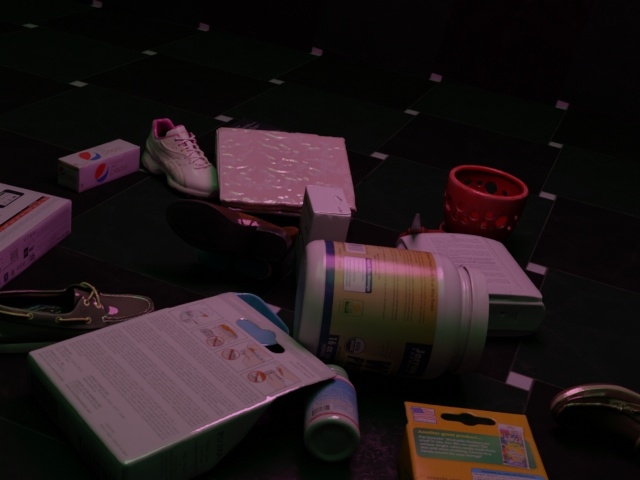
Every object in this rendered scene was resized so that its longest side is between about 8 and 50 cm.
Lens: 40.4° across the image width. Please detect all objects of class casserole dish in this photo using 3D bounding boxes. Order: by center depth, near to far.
[{"bbox_3d":[-0.137,0.156,1.610,0.114,0.037,0.188,-8,32,-32],"label":"casserole dish"}]

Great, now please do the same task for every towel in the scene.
[{"bbox_3d":[-0.088,-0.166,2.116,0.331,0.053,0.317,4,40,-11],"label":"towel"}]

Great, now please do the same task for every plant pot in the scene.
[{"bbox_3d":[0.383,-0.066,2.071,0.191,0.174,0.191,7,25,-3],"label":"plant pot"}]

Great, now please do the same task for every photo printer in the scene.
[{"bbox_3d":[0.296,0.081,1.822,0.256,0.107,0.307,2,26,-12],"label":"photo printer"}]

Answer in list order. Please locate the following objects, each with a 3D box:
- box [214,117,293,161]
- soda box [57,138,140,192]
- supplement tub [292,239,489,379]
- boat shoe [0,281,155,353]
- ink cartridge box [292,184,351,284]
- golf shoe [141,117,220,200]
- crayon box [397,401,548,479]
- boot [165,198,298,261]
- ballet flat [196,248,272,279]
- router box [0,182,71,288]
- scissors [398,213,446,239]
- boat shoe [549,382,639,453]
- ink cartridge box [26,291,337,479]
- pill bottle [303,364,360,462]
[{"bbox_3d":[-0.180,-0.255,2.363,0.158,0.093,0.156,19,28,18],"label":"box"},{"bbox_3d":[-0.542,-0.185,2.134,0.073,0.069,0.216,21,29,24],"label":"soda box"},{"bbox_3d":[0.118,0.125,1.535,0.316,0.228,0.228,6,26,-5],"label":"supplement tub"},{"bbox_3d":[-0.431,0.126,1.510,0.305,0.091,0.109,-4,29,-25],"label":"boat shoe"},{"bbox_3d":[0.000,0.000,1.794,0.082,0.191,0.140,4,26,-10],"label":"ink cartridge box"},{"bbox_3d":[-0.338,-0.202,2.158,0.306,0.140,0.115,30,32,34],"label":"golf shoe"},{"bbox_3d":[0.225,0.370,1.241,0.203,0.083,0.323,7,27,-4],"label":"crayon box"},{"bbox_3d":[-0.177,-0.039,1.845,0.264,0.096,0.280,10,9,0],"label":"boot"},{"bbox_3d":[-0.180,0.049,1.814,0.168,0.057,0.052,18,-1,11],"label":"ballet flat"},{"bbox_3d":[-0.710,-0.020,1.728,0.301,0.082,0.335,13,26,9],"label":"router box"},{"bbox_3d":[0.201,-0.020,1.912,0.109,0.021,0.297,-9,-10,19],"label":"scissors"},{"bbox_3d":[0.517,0.305,1.460,0.257,0.095,0.095,5,32,-8],"label":"boat shoe"},{"bbox_3d":[-0.216,0.226,1.369,0.385,0.091,0.308,-16,34,-38],"label":"ink cartridge box"},{"bbox_3d":[0.016,0.268,1.375,0.087,0.087,0.160,7,26,-4],"label":"pill bottle"}]
